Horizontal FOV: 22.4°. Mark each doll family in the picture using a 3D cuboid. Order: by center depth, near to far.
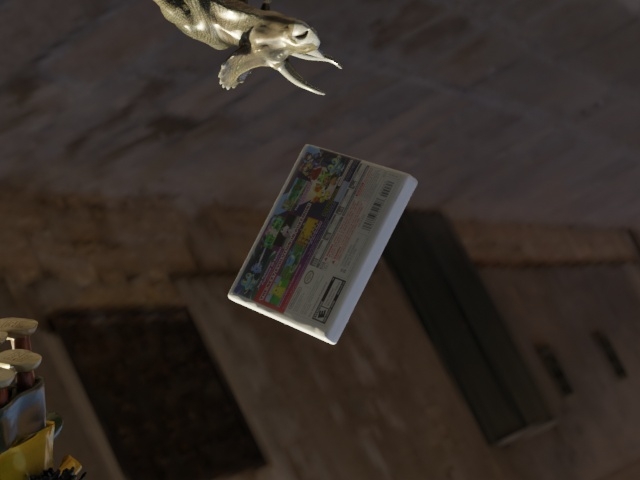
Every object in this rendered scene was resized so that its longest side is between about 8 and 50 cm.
[{"bbox_3d":[-0.157,0.114,0.698,0.076,0.111,0.193,8,-159,32],"label":"doll family"}]

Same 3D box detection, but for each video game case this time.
[{"bbox_3d":[0.000,0.000,1.796,0.023,0.183,0.201,32,82,-41],"label":"video game case"}]

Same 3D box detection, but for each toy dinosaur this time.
[{"bbox_3d":[-0.116,-0.240,1.496,0.121,0.313,0.160,-35,131,-3],"label":"toy dinosaur"}]
